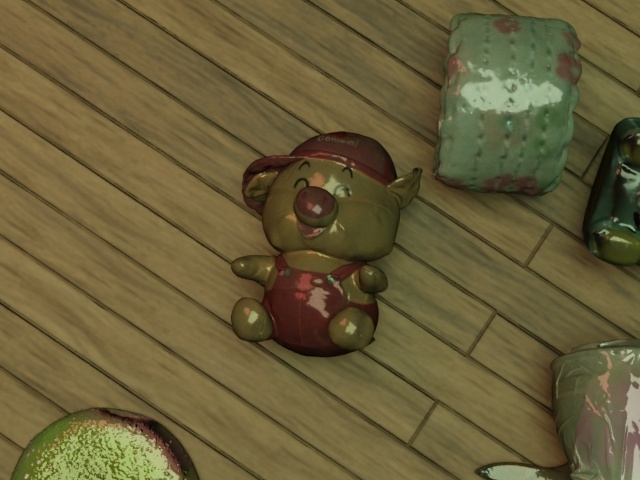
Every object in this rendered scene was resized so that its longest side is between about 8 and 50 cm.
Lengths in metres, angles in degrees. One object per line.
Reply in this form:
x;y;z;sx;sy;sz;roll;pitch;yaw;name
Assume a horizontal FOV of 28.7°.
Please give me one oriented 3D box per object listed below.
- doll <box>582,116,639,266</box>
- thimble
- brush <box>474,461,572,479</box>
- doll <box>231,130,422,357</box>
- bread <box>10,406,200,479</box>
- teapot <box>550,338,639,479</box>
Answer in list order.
0.436;-0.030;1.398;0.260;0.161;0.177;16;103;3;doll
0.206;-0.146;1.406;0.149;0.185;0.211;6;117;2;thimble
0.275;0.268;1.429;0.196;0.021;0.070;2;81;0;brush
0.001;-0.001;1.396;0.196;0.152;0.256;12;78;-12;doll
-0.245;0.302;1.414;0.228;0.033;0.228;0;82;-2;bread
0.349;0.213;1.376;0.163;0.221;0.178;-9;70;34;teapot
